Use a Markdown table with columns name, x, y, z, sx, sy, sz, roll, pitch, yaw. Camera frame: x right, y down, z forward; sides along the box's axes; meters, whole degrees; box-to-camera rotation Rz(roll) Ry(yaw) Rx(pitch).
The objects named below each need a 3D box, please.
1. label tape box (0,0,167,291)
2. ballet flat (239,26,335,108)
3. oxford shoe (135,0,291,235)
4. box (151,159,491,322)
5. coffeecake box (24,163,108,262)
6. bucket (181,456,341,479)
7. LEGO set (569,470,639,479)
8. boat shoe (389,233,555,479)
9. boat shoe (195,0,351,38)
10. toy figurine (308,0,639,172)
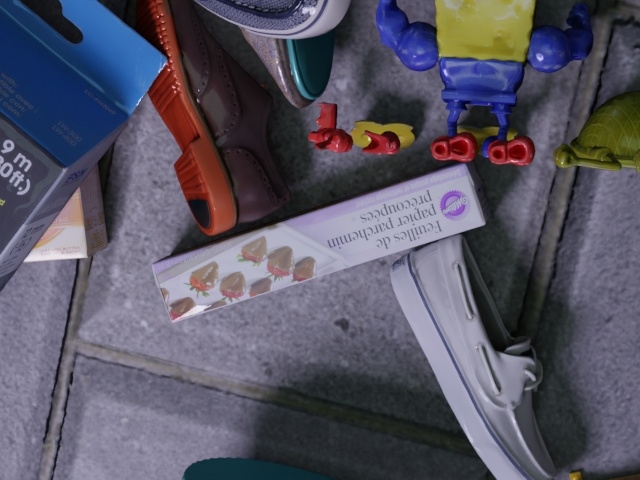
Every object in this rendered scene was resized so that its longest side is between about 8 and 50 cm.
| name | x | y | z | sx | sy | sz | roll | pitch | yaw |
| --- | --- | --- | --- | --- | --- | --- | --- | --- | --- |
| label tape box | -0.346 | -0.106 | 1.719 | 0.249 | 0.115 | 0.347 | 40 | 107 | 4 |
| ballet flat | -0.050 | -0.281 | 1.722 | 0.106 | 0.107 | 0.316 | 1 | 95 | 31 |
| oxford shoe | -0.105 | -0.145 | 1.764 | 0.098 | 0.097 | 0.271 | -17 | 89 | -21 |
| box | 0.000 | 0.000 | 1.765 | 0.324 | 0.067 | 0.063 | -18 | 96 | 14 |
| coffeecake box | -0.295 | -0.074 | 1.807 | 0.142 | 0.068 | 0.185 | -5 | 98 | 12 |
| bucket | -0.037 | 0.330 | 1.731 | 0.281 | 0.281 | 0.183 | 16 | 99 | 8 |
| LEGO set | 0.250 | 0.299 | 1.745 | 0.287 | 0.107 | 0.132 | -34 | 92 | 14 |
| boat shoe | 0.165 | 0.120 | 1.743 | 0.088 | 0.096 | 0.267 | -29 | 85 | 18 |
| boat shoe | -0.137 | -0.270 | 1.629 | 0.340 | 0.158 | 0.127 | 30 | 114 | 36 |
| toy figurine | 0.172 | -0.178 | 1.647 | 0.362 | 0.191 | 0.217 | 4 | 95 | 9 |
